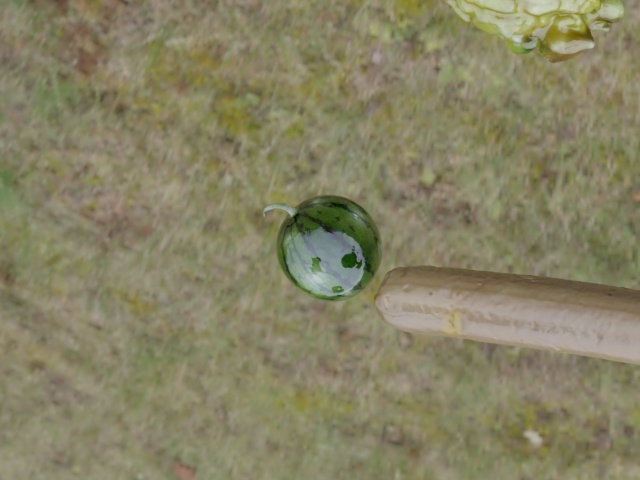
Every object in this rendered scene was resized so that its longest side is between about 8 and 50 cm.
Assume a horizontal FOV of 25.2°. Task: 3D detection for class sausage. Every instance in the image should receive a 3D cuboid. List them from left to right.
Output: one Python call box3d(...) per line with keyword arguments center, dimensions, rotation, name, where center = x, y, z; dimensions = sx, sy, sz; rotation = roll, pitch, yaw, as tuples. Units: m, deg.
box3d(center=(0.180, 0.060, 1.136), dimensions=(0.301, 0.066, 0.066), rotation=(9, 135, 32), name="sausage")

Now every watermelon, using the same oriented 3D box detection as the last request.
box3d(center=(0.006, 0.003, 1.292), dimensions=(0.109, 0.109, 0.109), rotation=(6, 132, 7), name="watermelon")

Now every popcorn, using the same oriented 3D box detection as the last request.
box3d(center=(0.285, -0.360, 1.873), dimensions=(0.258, 0.270, 0.224), rotation=(22, 137, -27), name="popcorn")
